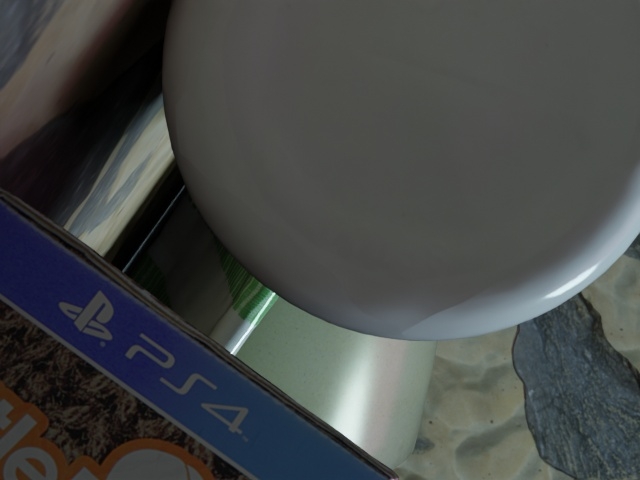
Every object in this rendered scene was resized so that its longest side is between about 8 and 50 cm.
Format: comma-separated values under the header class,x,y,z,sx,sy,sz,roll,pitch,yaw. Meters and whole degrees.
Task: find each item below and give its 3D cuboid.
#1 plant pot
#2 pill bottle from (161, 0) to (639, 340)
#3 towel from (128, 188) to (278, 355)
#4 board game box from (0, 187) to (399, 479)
class,x,y,z,sx,sy,sz,roll,pitch,yaw
plant pot,0.000,0.000,1.198,0.256,0.256,0.274,-58,169,-69
pill bottle,0.029,-0.052,0.581,0.162,0.162,0.278,-54,-179,1
towel,-0.093,0.039,1.005,0.325,0.038,0.248,-52,-161,7
board game box,-0.141,0.170,0.443,0.291,0.141,0.232,-55,-178,-33
